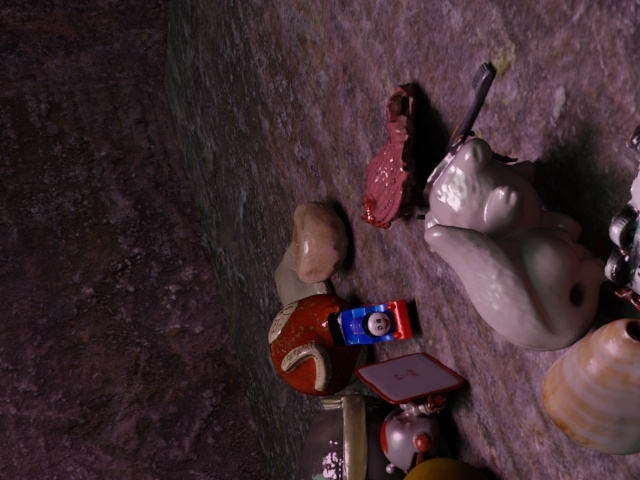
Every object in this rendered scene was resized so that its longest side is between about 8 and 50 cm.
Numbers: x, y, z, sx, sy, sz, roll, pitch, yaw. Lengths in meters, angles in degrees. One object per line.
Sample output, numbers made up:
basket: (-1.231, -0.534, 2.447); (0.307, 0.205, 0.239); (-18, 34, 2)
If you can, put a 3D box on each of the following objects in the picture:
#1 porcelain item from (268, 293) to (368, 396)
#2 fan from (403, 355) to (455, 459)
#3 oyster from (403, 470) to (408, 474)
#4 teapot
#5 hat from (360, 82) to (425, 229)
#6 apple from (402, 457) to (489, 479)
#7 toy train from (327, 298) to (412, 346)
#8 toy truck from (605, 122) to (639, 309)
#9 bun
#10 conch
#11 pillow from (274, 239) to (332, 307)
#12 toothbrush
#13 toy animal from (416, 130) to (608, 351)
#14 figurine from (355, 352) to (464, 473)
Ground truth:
porcelain item: (0.004, 0.227, 1.837); (0.253, 0.253, 0.253); (171, 90, -71)
fan: (0.219, 0.355, 1.605); (0.057, 0.023, 0.282); (105, 148, -54)
oyster: (0.200, 0.478, 1.656); (0.133, 0.072, 0.209); (60, -169, -84)
teapot: (0.050, 0.453, 1.748); (0.321, 0.239, 0.239); (24, -117, -60)
hat: (0.139, -0.123, 1.474); (0.286, 0.107, 0.237); (105, 177, -49)
apple: (0.224, 0.476, 1.404); (0.196, 0.196, 0.157); (111, -177, -56)
toy train: (0.107, 0.176, 1.666); (0.204, 0.131, 0.083); (156, 104, -70)
toy truck: (0.381, -0.023, 0.801); (0.114, 0.135, 0.270); (-129, 31, -51)
bun: (0.000, 0.000, 1.909); (0.193, 0.128, 0.178); (-104, 16, -50)
conch: (0.337, 0.179, 0.936); (0.158, 0.127, 0.255); (50, 171, 33)
pillow: (-0.038, 0.145, 2.161); (0.274, 0.076, 0.281); (68, 152, 27)
toothbrush: (0.226, -0.168, 1.328); (0.321, 0.023, 0.031); (107, 155, -50)
toy animal: (0.243, 0.008, 1.054); (0.174, 0.249, 0.289); (-45, 39, 27)
figurine: (0.176, 0.361, 1.518); (0.183, 0.160, 0.226); (-151, 53, -67)
